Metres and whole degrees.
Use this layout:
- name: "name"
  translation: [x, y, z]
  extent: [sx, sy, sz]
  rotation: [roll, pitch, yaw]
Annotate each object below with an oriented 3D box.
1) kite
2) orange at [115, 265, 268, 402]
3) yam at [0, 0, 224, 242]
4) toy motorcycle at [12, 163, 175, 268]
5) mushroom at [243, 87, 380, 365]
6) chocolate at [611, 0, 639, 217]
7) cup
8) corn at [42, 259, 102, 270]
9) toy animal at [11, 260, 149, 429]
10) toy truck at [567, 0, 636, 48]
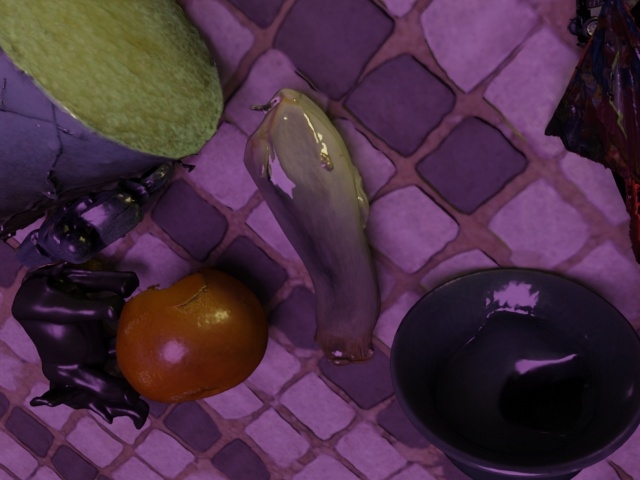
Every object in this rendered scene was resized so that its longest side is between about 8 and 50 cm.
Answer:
- name: "kite"
  translation: [0.196, -0.061, 0.370]
  extent: [0.009, 0.232, 0.189]
  rotation: [-19, 115, 0]
- name: "orange"
  translation: [-0.132, 0.094, 0.607]
  extent: [0.154, 0.154, 0.134]
  rotation: [-38, 57, 30]
- name: "yam"
  translation: [-0.269, -0.113, 0.490]
  extent: [0.348, 0.241, 0.241]
  rotation: [-20, 107, 30]
- name: "toy motorcycle"
  translation: [-0.233, -0.020, 0.591]
  extent: [0.193, 0.124, 0.061]
  rotation: [-21, 120, 24]
- name: "mushroom"
  translation: [0.002, -0.001, 0.540]
  extent: [0.096, 0.099, 0.278]
  rotation: [-7, 116, 28]
- name: "chocolate"
  translation: [0.357, -0.048, 0.279]
  extent: [0.297, 0.314, 0.326]
  rotation: [-22, 80, -4]
- name: "cup"
  translation: [0.169, 0.145, 0.520]
  extent: [0.199, 0.199, 0.150]
  rotation: [1, 133, 19]
- name: "corn"
  translation: [-0.297, 0.036, 0.697]
  extent: [0.083, 0.027, 0.028]
  rotation: [-1, 131, 17]
- name: "toy animal"
  translation: [-0.266, 0.125, 0.690]
  extent: [0.146, 0.114, 0.245]
  rotation: [-2, 109, 10]
- name: "toy truck"
  translation: [0.199, -0.182, 0.413]
  extent: [0.044, 0.039, 0.083]
  rotation: [-9, 111, 8]
